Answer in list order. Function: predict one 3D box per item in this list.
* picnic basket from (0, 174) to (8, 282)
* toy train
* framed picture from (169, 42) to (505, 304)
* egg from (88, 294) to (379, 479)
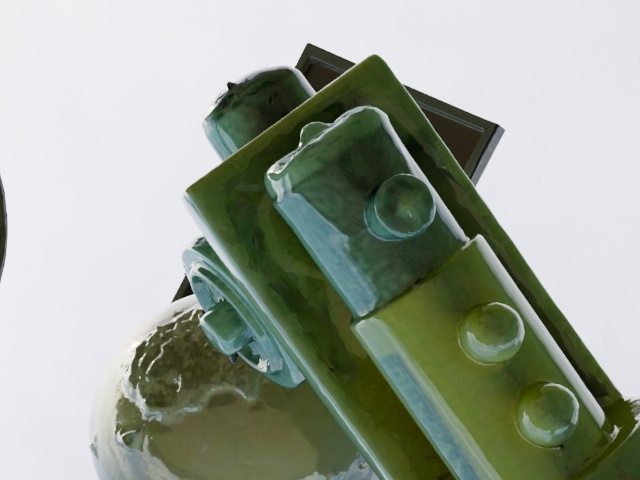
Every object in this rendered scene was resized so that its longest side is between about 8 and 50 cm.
[{"bbox_3d":[-0.297,-0.038,0.951,0.337,0.337,0.293,34,-134,27],"label":"picnic basket"},{"bbox_3d":[0.073,0.076,0.826,0.150,0.237,0.369,-37,-86,-13],"label":"toy train"},{"bbox_3d":[0.000,0.000,1.312,0.184,0.016,0.250,25,-92,37],"label":"framed picture"},{"bbox_3d":[-0.040,0.102,1.045,0.201,0.164,0.164,-13,-149,53],"label":"egg"}]
